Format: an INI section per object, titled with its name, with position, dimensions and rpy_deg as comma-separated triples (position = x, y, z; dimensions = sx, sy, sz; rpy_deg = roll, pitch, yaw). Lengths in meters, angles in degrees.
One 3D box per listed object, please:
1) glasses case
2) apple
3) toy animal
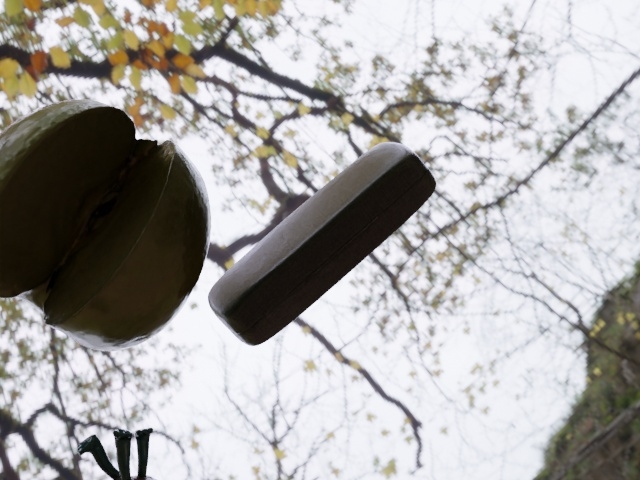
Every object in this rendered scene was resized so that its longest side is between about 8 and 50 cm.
[glasses case]
position = 0.000, 0.000, 1.240
dimensions = 0.323, 0.131, 0.074
rpy_deg = -41, -67, -5
[apple]
position = -0.268, -0.019, 1.132
dimensions = 0.292, 0.292, 0.254
rpy_deg = 41, -106, -38
[toy animal]
position = -0.185, 0.285, 0.940
dimensions = 0.103, 0.208, 0.100
rpy_deg = -8, -12, -26
